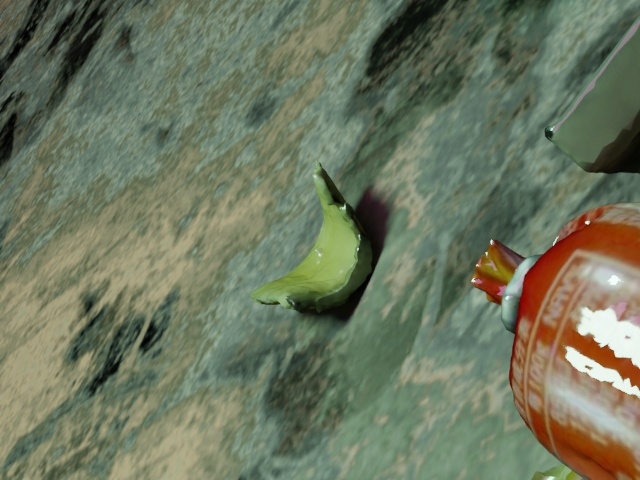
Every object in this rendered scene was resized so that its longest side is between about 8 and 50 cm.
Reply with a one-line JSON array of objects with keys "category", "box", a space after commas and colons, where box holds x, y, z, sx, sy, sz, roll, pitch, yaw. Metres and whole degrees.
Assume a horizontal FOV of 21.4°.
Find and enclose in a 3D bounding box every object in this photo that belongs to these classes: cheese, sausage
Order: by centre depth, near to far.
[{"category": "sausage", "box": [0.132, 0.052, 0.331, 0.274, 0.074, 0.074, 26, 84, 45]}, {"category": "cheese", "box": [0.001, -0.001, 0.872, 0.060, 0.041, 0.084, -2, 70, 70]}]

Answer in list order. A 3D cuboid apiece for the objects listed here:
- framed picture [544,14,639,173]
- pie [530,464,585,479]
[{"category": "framed picture", "box": [0.165, -0.119, 0.507, 0.247, 0.022, 0.335, -53, -10, 9]}, {"category": "pie", "box": [0.126, 0.122, 0.421, 0.308, 0.085, 0.308, -35, 34, 28]}]
